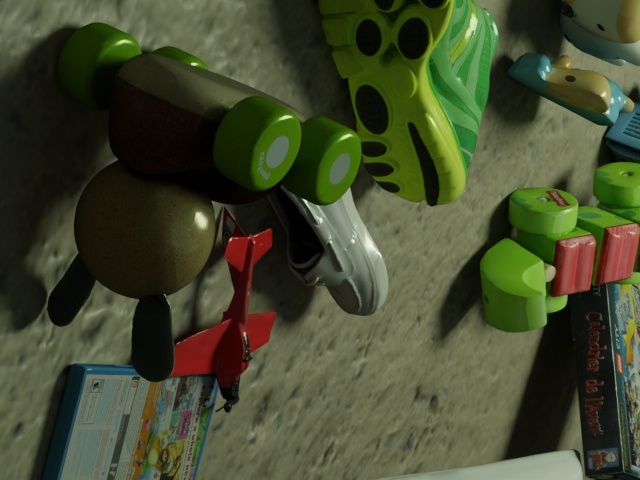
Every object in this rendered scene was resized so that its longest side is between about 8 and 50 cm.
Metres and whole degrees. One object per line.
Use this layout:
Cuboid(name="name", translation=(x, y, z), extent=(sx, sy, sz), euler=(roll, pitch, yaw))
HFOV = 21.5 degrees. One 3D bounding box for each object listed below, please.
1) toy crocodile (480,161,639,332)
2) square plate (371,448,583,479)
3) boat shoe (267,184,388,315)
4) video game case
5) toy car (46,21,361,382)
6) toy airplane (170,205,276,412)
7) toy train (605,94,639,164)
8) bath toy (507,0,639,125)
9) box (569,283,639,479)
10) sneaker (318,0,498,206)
Cuboid(name="toy crocodile", translation=(0.276, 0.002, 1.662), extent=(0.340, 0.105, 0.115), euler=(-17, 120, -39))
Cuboid(name="square plate", translation=(0.137, 0.386, 1.639), extent=(0.347, 0.049, 0.344), euler=(0, 102, -46))
Cuboid(name="boat shoe", translation=(0.000, 0.000, 1.275), extent=(0.063, 0.066, 0.184), euler=(-45, 142, -25))
Cuboid(name="video game case", translation=(-0.132, 0.145, 1.170), extent=(0.166, 0.015, 0.119), euler=(10, 95, -60))
Cuboid(name="toy car", translation=(-0.094, -0.014, 1.031), extent=(0.149, 0.155, 0.188), euler=(11, 104, -60))
Cuboid(name="toy airplane", translation=(-0.061, 0.051, 1.215), extent=(0.151, 0.028, 0.151), euler=(-28, 122, -58))
Cuboid(name="toy train", translation=(0.373, -0.094, 1.848), extent=(0.105, 0.080, 0.184), euler=(-53, 148, -16))
Cuboid(name="bath toy", translation=(0.287, -0.287, 1.566), extent=(0.348, 0.129, 0.151), euler=(-67, -166, -7))
Cuboid(name="box", translation=(0.319, 0.146, 1.813), extent=(0.159, 0.044, 0.233), euler=(28, 56, -59))
Cuboid(name="sneaker", translation=(0.071, -0.162, 1.290), extent=(0.295, 0.109, 0.123), euler=(82, 27, -46))
